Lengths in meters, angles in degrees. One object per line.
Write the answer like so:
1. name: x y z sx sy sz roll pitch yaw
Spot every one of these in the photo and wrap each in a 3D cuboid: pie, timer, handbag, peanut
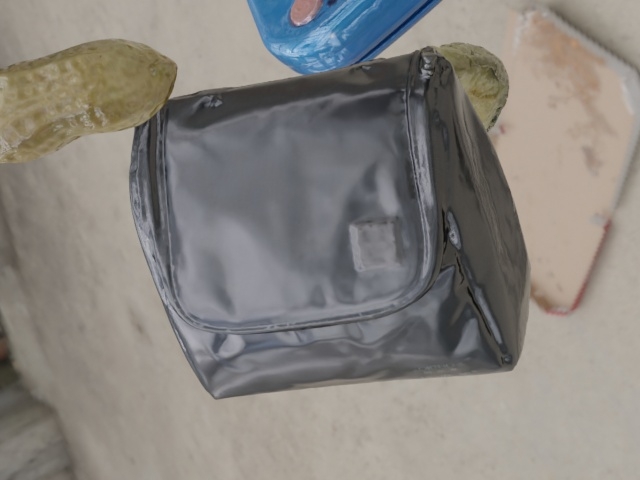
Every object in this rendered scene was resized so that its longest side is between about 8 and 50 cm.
1. pie: 0.075 -0.096 1.206 0.055 0.274 0.274 55 153 18
2. timer: 0.058 -0.374 1.529 0.115 0.340 0.309 36 -158 -38
3. handbag: 0.000 0.003 0.968 0.302 0.178 0.275 -6 133 20
4. peanut: -0.125 -0.070 0.596 0.054 0.113 0.054 163 90 -80
